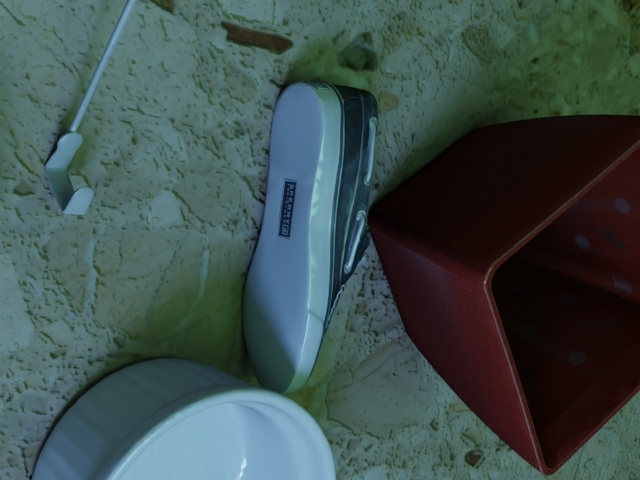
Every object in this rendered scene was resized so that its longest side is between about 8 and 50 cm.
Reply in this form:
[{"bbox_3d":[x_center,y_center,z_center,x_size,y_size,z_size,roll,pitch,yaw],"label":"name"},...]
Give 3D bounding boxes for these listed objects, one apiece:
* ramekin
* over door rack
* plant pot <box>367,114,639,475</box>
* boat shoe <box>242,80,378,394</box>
[{"bbox_3d":[-0.132,0.243,1.150,0.277,0.135,0.277,-15,116,-34],"label":"ramekin"},{"bbox_3d":[-0.250,-0.188,0.922,0.239,0.108,0.324,4,118,-40],"label":"over door rack"},{"bbox_3d":[0.204,0.026,1.274,0.267,0.235,0.267,-38,127,-23],"label":"plant pot"},{"bbox_3d":[0.000,0.000,1.192,0.102,0.108,0.301,0,99,-38],"label":"boat shoe"}]
